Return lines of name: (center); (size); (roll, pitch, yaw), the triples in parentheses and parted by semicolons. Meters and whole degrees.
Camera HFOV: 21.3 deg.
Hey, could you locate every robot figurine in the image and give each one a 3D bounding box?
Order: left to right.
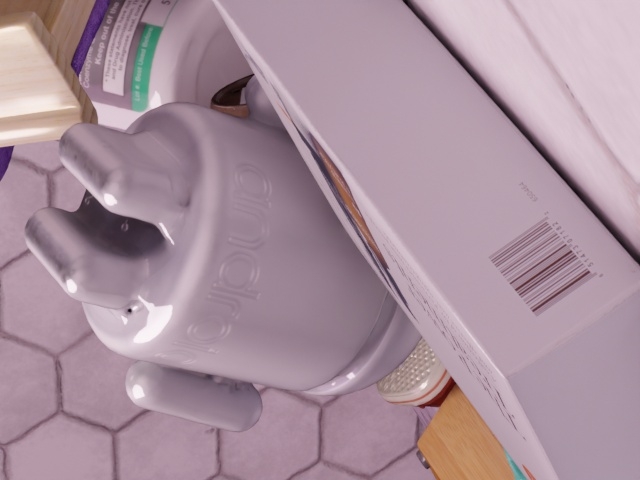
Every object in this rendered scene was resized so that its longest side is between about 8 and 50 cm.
robot figurine: (-0.049, 0.013, 1.338); (0.353, 0.300, 0.200); (14, -161, -36)

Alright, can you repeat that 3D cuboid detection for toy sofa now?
toy sofa: (-0.218, -0.222, 1.431); (0.177, 0.150, 0.362); (64, -151, -42)

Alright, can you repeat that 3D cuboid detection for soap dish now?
soap dish: (0.228, 0.324, 1.939); (0.229, 0.118, 0.291); (55, 175, 42)

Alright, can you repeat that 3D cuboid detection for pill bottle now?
pill bottle: (-0.240, -0.197, 1.691); (0.361, 0.204, 0.204); (16, 156, 26)

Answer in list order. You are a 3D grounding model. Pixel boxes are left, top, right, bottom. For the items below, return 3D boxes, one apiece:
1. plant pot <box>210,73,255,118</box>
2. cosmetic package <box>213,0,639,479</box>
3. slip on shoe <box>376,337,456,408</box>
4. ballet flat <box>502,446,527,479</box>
plant pot: (-0.017, -0.037, 1.563); (0.215, 0.215, 0.230); (-129, 22, -67)
cosmetic package: (0.089, 0.006, 1.041); (0.377, 0.097, 0.284); (55, 179, 41)
slip on shoe: (0.125, 0.148, 2.020); (0.101, 0.123, 0.331); (29, 175, -3)
ballet flat: (0.181, 0.154, 1.270); (0.247, 0.083, 0.087); (56, 164, -19)
